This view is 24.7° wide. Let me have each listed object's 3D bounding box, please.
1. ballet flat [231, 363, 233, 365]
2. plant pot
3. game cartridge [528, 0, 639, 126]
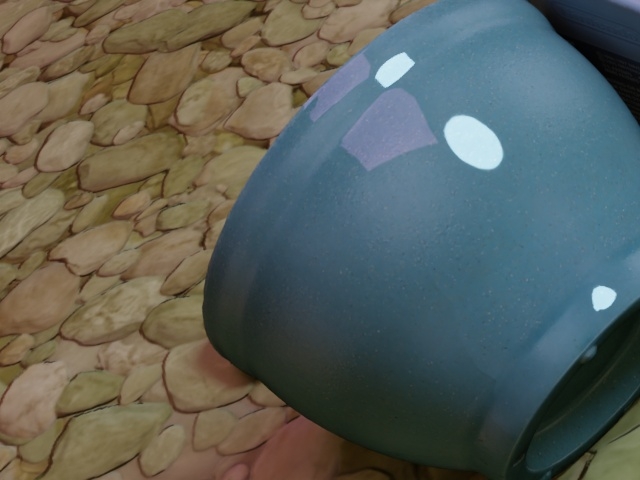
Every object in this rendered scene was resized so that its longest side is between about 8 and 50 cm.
[{"bbox_3d":[0.000,0.000,1.120,0.091,0.077,0.241,7,47,40],"label":"ballet flat"},{"bbox_3d":[0.104,0.025,0.880,0.293,0.293,0.196,-40,64,-17],"label":"plant pot"},{"bbox_3d":[0.210,-0.115,0.931,0.294,0.196,0.060,30,81,42],"label":"game cartridge"}]
